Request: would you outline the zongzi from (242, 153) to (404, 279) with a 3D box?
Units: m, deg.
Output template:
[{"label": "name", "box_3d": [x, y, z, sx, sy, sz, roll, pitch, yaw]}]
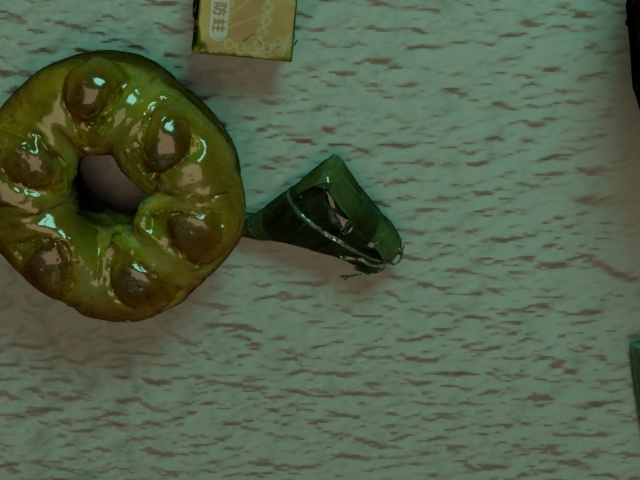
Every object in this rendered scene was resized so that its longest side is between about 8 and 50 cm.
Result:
[{"label": "zongzi", "box_3d": [0.000, 0.000, 1.349, 0.119, 0.055, 0.109, -34, 106, 26]}]

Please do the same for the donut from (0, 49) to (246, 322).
[{"label": "donut", "box_3d": [-0.172, -0.046, 1.306, 0.226, 0.114, 0.227, 1, 110, 3]}]

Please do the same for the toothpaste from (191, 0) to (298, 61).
[{"label": "toothpaste", "box_3d": [-0.048, -0.300, 1.235, 0.089, 0.071, 0.313, 5, 109, -3]}]

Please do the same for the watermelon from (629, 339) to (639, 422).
[{"label": "watermelon", "box_3d": [0.306, 0.138, 1.341, 0.121, 0.158, 0.098, -14, 111, 37]}]

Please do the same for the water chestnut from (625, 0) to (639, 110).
[{"label": "water chestnut", "box_3d": [0.386, -0.154, 1.135, 0.350, 0.302, 0.350, 2, 114, 5]}]
